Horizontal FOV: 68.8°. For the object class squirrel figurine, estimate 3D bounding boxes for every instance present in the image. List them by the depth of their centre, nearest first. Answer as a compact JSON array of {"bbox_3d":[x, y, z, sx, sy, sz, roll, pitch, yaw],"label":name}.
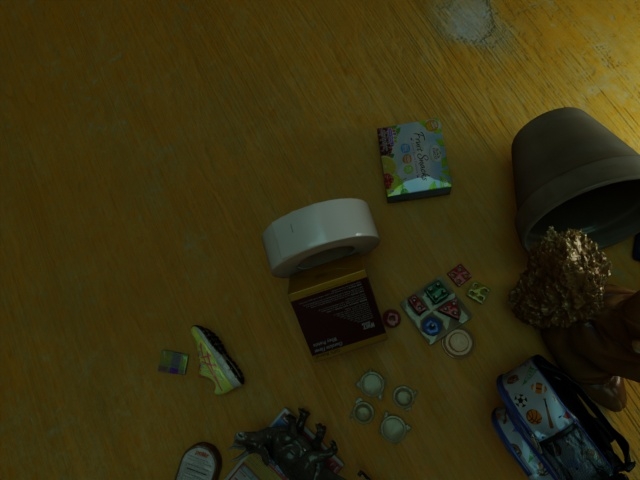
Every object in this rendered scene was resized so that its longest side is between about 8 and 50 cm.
[{"bbox_3d":[0.599,0.156,0.986,0.397,0.370,0.281,35,84,15],"label":"squirrel figurine"}]

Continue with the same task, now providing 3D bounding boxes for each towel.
[{"bbox_3d":[-0.408,0.338,1.295,0.084,0.009,0.060,5,77,10],"label":"towel"}]

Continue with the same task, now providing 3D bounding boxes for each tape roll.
[{"bbox_3d":[0.000,0.000,1.168,0.287,0.286,0.100,-18,75,5],"label":"tape roll"}]

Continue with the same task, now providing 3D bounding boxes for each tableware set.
[{"bbox_3d":[0.157,0.417,1.178,0.169,0.020,0.141,23,83,13],"label":"tableware set"}]

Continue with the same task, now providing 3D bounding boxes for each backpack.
[{"bbox_3d":[0.499,0.393,1.021,0.213,0.276,0.263,-31,70,15],"label":"backpack"}]

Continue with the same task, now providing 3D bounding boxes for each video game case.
[{"bbox_3d":[-0.107,0.600,1.174,0.204,0.025,0.285,39,86,16],"label":"video game case"}]

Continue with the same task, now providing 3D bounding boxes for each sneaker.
[{"bbox_3d":[-0.297,0.320,1.245,0.094,0.081,0.208,-38,74,1],"label":"sneaker"}]

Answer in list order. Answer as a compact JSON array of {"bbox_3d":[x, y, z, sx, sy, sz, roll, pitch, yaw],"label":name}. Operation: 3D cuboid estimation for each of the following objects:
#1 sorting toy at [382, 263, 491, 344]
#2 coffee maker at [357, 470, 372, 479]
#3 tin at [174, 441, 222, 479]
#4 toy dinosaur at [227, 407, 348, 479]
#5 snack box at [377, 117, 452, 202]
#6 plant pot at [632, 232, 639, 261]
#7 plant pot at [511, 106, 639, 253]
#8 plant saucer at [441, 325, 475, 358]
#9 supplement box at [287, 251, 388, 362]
[{"bbox_3d":[0.302,0.169,1.193,0.275,0.046,0.132,-34,68,-1],"label":"sorting toy"},{"bbox_3d":[0.105,0.671,1.088,0.178,0.120,0.171,-46,51,-5],"label":"coffee maker"},{"bbox_3d":[-0.321,0.619,1.200,0.106,0.040,0.189,15,79,8],"label":"tin"},{"bbox_3d":[-0.050,0.517,1.129,0.314,0.121,0.160,29,95,10],"label":"toy dinosaur"},{"bbox_3d":[0.256,-0.219,1.291,0.175,0.070,0.206,-7,76,8],"label":"snack box"},{"bbox_3d":[0.905,-0.051,1.071,0.236,0.212,0.235,16,80,14],"label":"plant pot"},{"bbox_3d":[0.597,-0.154,1.119,0.324,0.323,0.280,-13,59,6],"label":"plant pot"},{"bbox_3d":[0.351,0.259,1.188,0.084,0.013,0.083,-2,77,8],"label":"plant saucer"},{"bbox_3d":[0.042,0.164,1.160,0.192,0.129,0.194,-19,107,4],"label":"supplement box"}]
